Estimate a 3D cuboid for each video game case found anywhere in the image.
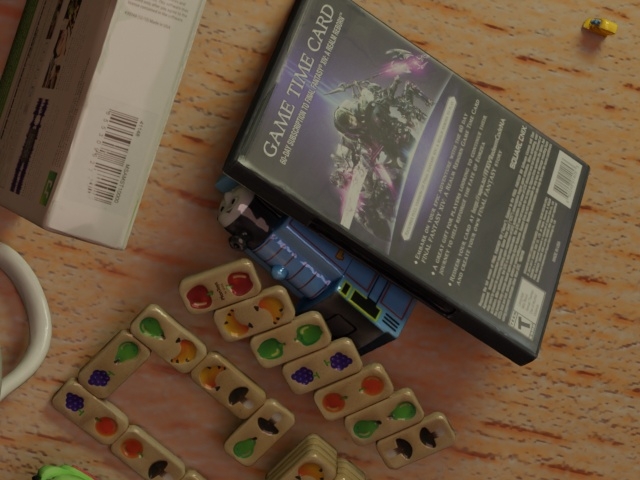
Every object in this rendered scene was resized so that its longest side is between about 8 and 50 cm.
[{"bbox_3d":[0.073,-0.054,1.424,0.274,0.026,0.196,32,52,-15],"label":"video game case"}]

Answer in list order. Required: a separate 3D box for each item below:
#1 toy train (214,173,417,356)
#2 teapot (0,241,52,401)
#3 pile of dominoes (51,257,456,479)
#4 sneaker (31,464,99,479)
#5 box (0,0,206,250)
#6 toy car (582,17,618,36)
[{"bbox_3d":[0.000,0.000,1.418,0.184,0.080,0.105,41,52,-15],"label":"toy train"},{"bbox_3d":[-0.328,0.046,1.285,0.253,0.256,0.187,-1,69,2],"label":"teapot"},{"bbox_3d":[-0.047,0.141,1.411,0.251,0.040,0.196,40,110,-16],"label":"pile of dominoes"},{"bbox_3d":[-0.142,0.398,1.376,0.202,0.185,0.482,-17,98,-18],"label":"sneaker"},{"bbox_3d":[-0.153,-0.124,1.254,0.058,0.322,0.232,18,90,-21],"label":"box"},{"bbox_3d":[0.200,-0.215,1.489,0.122,0.040,0.060,36,85,-15],"label":"toy car"}]
